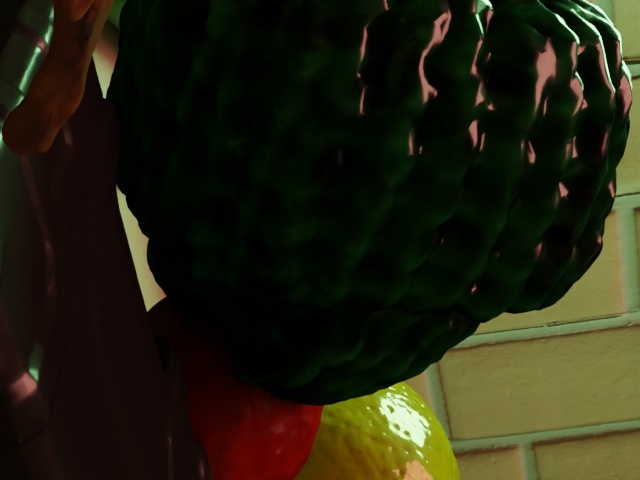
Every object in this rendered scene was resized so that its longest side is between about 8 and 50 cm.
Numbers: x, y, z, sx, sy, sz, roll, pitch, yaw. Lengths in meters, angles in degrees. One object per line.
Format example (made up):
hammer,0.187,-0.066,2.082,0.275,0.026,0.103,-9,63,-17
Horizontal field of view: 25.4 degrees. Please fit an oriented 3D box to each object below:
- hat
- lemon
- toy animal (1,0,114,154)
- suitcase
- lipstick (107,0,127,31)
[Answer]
hat,0.000,0.000,0.707,0.274,0.242,0.332,-102,-153,-66
lemon,0.003,0.169,0.927,0.203,0.178,0.178,-53,136,-66
toy animal,-0.121,-0.152,0.377,0.066,0.224,0.229,-3,108,-43
suitcase,-0.101,0.057,0.526,0.206,0.066,0.285,-91,171,-58
lipstick,-0.103,-0.157,0.824,0.304,0.076,0.076,51,32,-83
